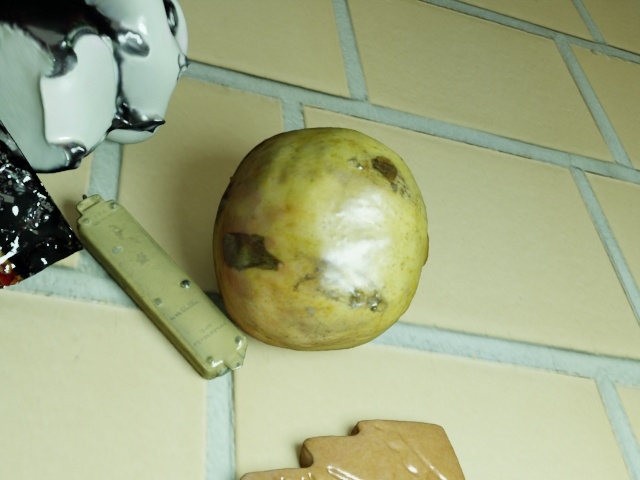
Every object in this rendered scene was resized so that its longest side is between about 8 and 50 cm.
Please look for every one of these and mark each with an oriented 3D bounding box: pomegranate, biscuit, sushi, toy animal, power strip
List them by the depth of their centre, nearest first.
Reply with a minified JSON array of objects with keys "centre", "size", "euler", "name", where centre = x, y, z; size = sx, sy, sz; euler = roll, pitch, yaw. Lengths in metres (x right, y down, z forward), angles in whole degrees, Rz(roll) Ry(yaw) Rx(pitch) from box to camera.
[{"centre":[0.067,0.292,0.911],"size":[0.284,0.043,0.306],"euler":[35,41,9],"name":"biscuit"},{"centre":[-0.371,-0.024,0.932],"size":[0.150,0.153,0.172],"euler":[-33,84,-13],"name":"sushi"},{"centre":[0.000,0.000,1.019],"size":[0.281,0.281,0.281],"euler":[15,42,-14],"name":"pomegranate"},{"centre":[-0.196,0.051,1.019],"size":[0.064,0.044,0.305],"euler":[-36,70,-28],"name":"power strip"},{"centre":[-0.311,-0.243,1.128],"size":[0.251,0.250,0.310],"euler":[35,36,9],"name":"toy animal"}]
